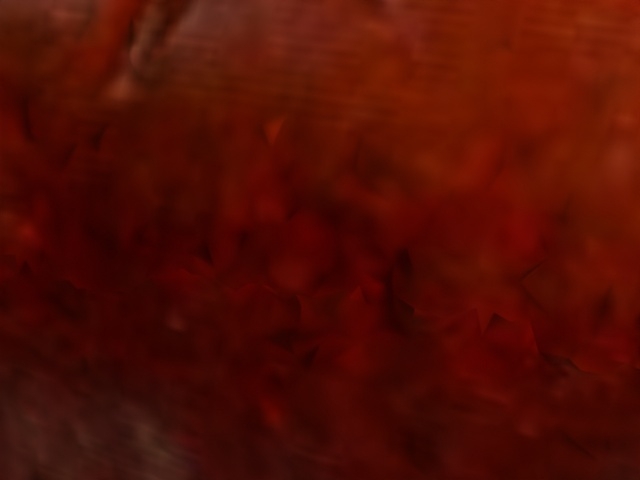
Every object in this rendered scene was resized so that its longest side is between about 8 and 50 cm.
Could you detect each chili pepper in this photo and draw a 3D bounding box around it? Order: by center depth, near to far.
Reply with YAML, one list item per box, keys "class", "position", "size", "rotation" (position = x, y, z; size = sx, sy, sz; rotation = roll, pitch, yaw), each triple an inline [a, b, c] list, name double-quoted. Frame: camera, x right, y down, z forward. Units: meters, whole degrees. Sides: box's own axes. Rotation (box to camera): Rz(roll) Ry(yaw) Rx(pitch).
- class: "chili pepper"
  position: [0.000, 0.000, 0.450]
  size: [0.251, 0.305, 0.229]
  rotation: [75, 34, -48]
